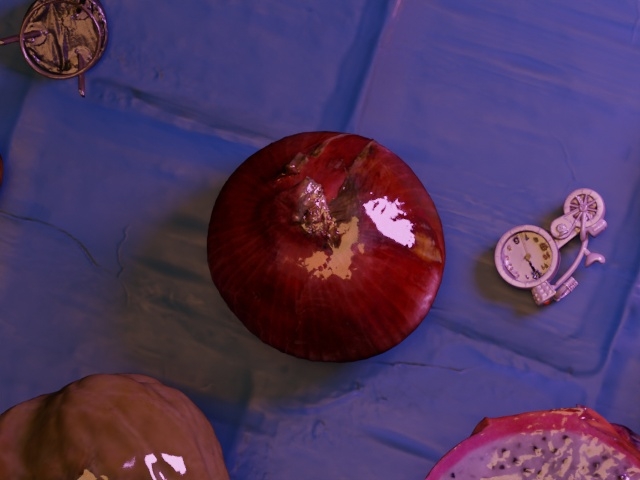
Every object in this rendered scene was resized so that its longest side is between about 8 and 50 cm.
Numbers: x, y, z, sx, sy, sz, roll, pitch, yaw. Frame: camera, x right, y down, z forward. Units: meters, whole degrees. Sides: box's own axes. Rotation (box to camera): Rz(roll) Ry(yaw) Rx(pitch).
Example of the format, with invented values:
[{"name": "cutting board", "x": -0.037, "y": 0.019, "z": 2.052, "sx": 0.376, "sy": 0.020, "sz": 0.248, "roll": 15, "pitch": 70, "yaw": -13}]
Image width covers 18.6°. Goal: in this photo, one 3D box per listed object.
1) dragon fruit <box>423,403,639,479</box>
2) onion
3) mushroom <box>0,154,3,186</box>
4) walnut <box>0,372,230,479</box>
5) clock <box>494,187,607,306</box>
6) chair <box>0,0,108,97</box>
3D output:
[{"name": "dragon fruit", "x": 0.216, "y": 0.299, "z": 1.875, "sx": 0.291, "sy": 0.189, "sz": 0.290, "roll": -3, "pitch": 75, "yaw": 10}, {"name": "onion", "x": 0.001, "y": 0.005, "z": 1.953, "sx": 0.248, "sy": 0.161, "sz": 0.248, "roll": 2, "pitch": 96, "yaw": 23}, {"name": "mushroom", "x": -0.389, "y": -0.074, "z": 2.050, "sx": 0.123, "sy": 0.052, "sz": 0.123, "roll": -3, "pitch": 77, "yaw": 12}, {"name": "walnut", "x": -0.222, "y": 0.275, "z": 1.885, "sx": 0.253, "sy": 0.282, "sz": 0.276, "roll": -11, "pitch": 71, "yaw": -35}, {"name": "clock", "x": 0.240, "y": 0.006, "z": 1.976, "sx": 0.129, "sy": 0.041, "sz": 0.087, "roll": -39, "pitch": 76, "yaw": 5}, {"name": "chair", "x": -0.261, "y": -0.202, "z": 1.992, "sx": 0.104, "sy": 0.221, "sz": 0.095, "roll": -26, "pitch": 104, "yaw": 0}]
